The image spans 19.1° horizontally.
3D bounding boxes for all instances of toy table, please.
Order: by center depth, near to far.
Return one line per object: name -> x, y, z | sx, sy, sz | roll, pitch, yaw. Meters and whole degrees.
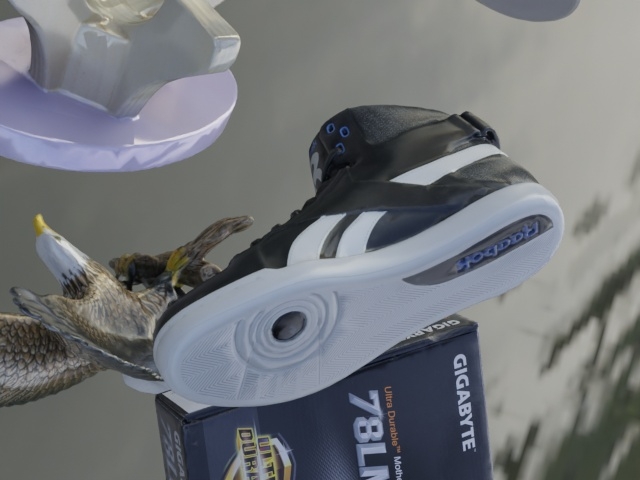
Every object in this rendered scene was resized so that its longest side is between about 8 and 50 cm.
toy table -> -0.165, -0.172, 1.513 | 0.274, 0.252, 0.161 | -25, 149, -49

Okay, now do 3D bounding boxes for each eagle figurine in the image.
eagle figurine -> -0.229, 0.079, 1.800 | 0.298, 0.225, 0.226 | -39, 156, -52

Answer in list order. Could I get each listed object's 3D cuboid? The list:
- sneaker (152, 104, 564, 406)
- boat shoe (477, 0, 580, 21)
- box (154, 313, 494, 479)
sneaker -> 0.000, 0.000, 0.944 | 0.217, 0.121, 0.079 | -20, 135, -20
boat shoe -> 0.142, -0.313, 1.437 | 0.340, 0.127, 0.158 | 55, 49, -58
box -> 0.015, 0.236, 1.680 | 0.293, 0.073, 0.295 | -14, 111, -23
